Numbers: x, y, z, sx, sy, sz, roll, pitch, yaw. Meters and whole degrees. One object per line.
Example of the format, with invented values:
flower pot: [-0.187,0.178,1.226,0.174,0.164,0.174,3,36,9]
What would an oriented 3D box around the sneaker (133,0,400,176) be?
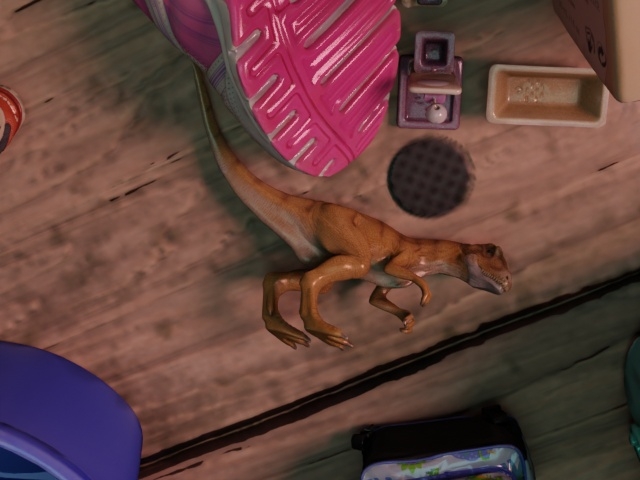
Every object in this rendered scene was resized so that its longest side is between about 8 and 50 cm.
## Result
sneaker: [-0.049,-0.145,0.620,0.103,0.111,0.252,-39,117,-20]

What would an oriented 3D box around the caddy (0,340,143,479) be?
caddy: [-0.255,0.184,0.692,0.341,0.179,0.241,8,107,1]

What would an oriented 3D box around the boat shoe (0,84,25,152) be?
boat shoe: [-0.221,-0.034,0.690,0.137,0.043,0.049,-41,103,16]

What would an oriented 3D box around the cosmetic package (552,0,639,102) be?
cosmetic package: [0.174,-0.229,0.515,0.160,0.113,0.309,-14,127,1]

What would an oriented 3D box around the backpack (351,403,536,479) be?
backpack: [0.078,0.169,0.718,0.105,0.084,0.114,-10,110,9]

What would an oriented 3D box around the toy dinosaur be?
toy dinosaur: [0.000,0.000,0.689,0.211,0.064,0.112,24,71,-4]

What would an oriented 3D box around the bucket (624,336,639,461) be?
bucket: [0.312,0.111,0.633,0.281,0.183,0.281,1,108,3]

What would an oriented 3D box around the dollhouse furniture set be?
dollhouse furniture set: [0.098,-0.092,0.633,0.114,0.081,0.091,3,108,2]
